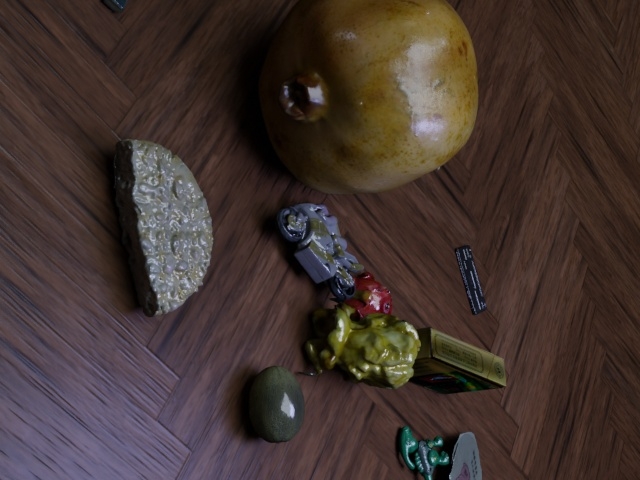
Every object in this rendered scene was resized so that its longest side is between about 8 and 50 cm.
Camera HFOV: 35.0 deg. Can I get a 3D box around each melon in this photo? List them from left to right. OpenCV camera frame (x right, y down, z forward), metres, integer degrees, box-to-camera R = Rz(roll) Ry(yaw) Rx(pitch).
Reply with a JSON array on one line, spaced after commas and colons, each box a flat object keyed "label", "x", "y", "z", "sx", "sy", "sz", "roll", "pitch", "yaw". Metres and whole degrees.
[{"label": "melon", "x": -0.074, "y": 0.277, "z": 1.713, "sx": 0.098, "sy": 0.098, "sz": 0.130, "roll": 17, "pitch": 63, "yaw": -43}]

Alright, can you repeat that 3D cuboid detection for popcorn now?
[{"label": "popcorn", "x": 0.079, "y": 0.199, "z": 1.855, "sx": 0.195, "sy": 0.168, "sz": 0.173, "roll": 24, "pitch": 98, "yaw": -29}]

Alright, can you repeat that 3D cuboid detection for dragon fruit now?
[{"label": "dragon fruit", "x": 0.102, "y": 0.119, "z": 1.972, "sx": 0.112, "sy": 0.068, "sz": 0.126, "roll": -15, "pitch": 91, "yaw": -48}]

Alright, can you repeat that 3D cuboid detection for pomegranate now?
[{"label": "pomegranate", "x": 0.080, "y": -0.267, "z": 1.828, "sx": 0.417, "sy": 0.417, "sz": 0.416, "roll": 16, "pitch": 67, "yaw": -43}]

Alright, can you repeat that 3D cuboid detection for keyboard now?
[{"label": "keyboard", "x": 0.338, "y": 0.088, "z": 2.275, "sx": 0.053, "sy": 0.010, "sz": 0.155, "roll": -15, "pitch": 90, "yaw": -47}]

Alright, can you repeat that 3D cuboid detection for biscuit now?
[{"label": "biscuit", "x": -0.247, "y": -0.020, "z": 1.630, "sx": 0.179, "sy": 0.084, "sz": 0.281, "roll": -1, "pitch": 82, "yaw": -52}]

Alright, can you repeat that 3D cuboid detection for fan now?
[{"label": "fan", "x": 0.268, "y": 0.503, "z": 2.027, "sx": 0.310, "sy": 0.010, "sz": 0.182, "roll": -32, "pitch": 114, "yaw": -57}]

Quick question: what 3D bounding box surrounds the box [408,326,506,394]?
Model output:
[{"label": "box", "x": 0.235, "y": 0.242, "z": 2.010, "sx": 0.240, "sy": 0.159, "sz": 0.071, "roll": 25, "pitch": 59, "yaw": -39}]

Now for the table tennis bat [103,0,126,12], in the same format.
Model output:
[{"label": "table tennis bat", "x": -0.306, "y": -0.509, "z": 1.753, "sx": 0.173, "sy": 0.022, "sz": 0.301, "roll": 39, "pitch": 52, "yaw": -34}]

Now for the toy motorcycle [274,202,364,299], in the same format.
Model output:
[{"label": "toy motorcycle", "x": 0.000, "y": 0.000, "z": 1.890, "sx": 0.225, "sy": 0.073, "sz": 0.152, "roll": 48, "pitch": 36, "yaw": -24}]

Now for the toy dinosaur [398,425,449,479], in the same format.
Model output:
[{"label": "toy dinosaur", "x": 0.197, "y": 0.429, "z": 1.998, "sx": 0.096, "sy": 0.059, "sz": 0.132, "roll": 1, "pitch": 69, "yaw": -38}]
